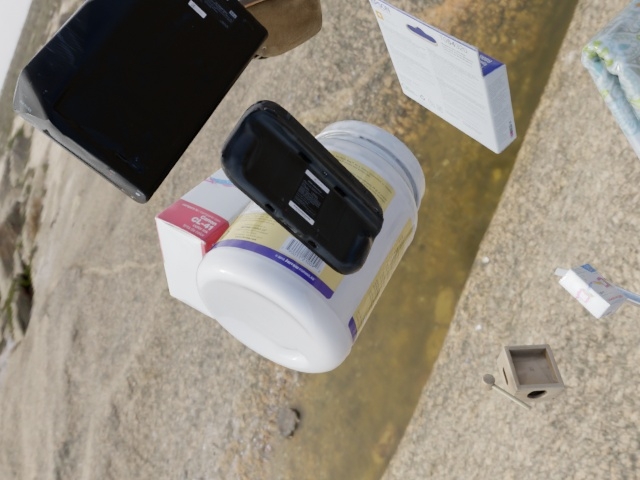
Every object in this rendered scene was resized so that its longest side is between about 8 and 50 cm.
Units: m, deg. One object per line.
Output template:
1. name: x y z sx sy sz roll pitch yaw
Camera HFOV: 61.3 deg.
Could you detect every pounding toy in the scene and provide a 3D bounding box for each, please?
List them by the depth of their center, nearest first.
1. pounding toy: 0.520 0.380 1.428 0.094 0.206 0.181 89 178 -49

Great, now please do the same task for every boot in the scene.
1. boot: -0.118 -0.315 0.823 0.305 0.115 0.112 -35 36 -21

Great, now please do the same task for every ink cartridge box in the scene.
1. ink cartridge box: -0.178 -0.024 1.126 0.131 0.306 0.226 25 137 23
2. ink cartridge box: 0.266 -0.373 1.162 0.071 0.330 0.324 -42 55 -2
3. ink cartridge box: 0.644 0.119 1.277 0.122 0.089 0.052 53 135 32

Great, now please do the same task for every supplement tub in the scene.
1. supplement tub: 0.000 0.000 0.809 0.241 0.241 0.331 -20 30 53

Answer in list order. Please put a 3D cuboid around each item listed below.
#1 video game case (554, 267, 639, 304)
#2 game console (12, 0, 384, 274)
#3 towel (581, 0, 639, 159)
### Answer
1. video game case: 0.815 0.144 1.485 0.204 0.285 0.025 -12 -56 -84
2. game console: -0.074 -0.088 0.524 0.044 0.361 0.213 -9 46 55
3. towel: 0.691 -0.298 1.049 0.320 0.374 0.090 -42 11 -26
